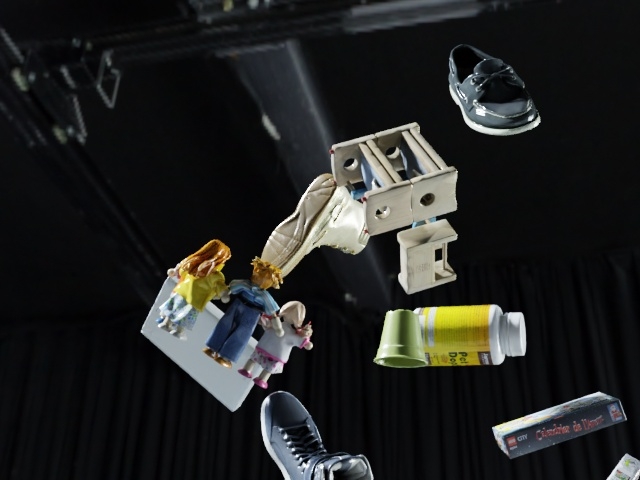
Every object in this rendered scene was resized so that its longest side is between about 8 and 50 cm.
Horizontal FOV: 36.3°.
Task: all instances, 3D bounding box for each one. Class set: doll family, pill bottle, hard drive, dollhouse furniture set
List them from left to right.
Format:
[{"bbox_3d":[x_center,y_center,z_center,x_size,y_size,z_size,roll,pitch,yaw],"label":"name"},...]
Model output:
[{"bbox_3d":[-0.280,0.247,2.349,0.307,0.040,0.203,39,-55,12],"label":"hard drive"},{"bbox_3d":[-0.135,0.093,1.442,0.263,0.163,0.118,29,-4,19],"label":"doll family"},{"bbox_3d":[0.099,-0.036,1.320,0.128,0.129,0.184,-16,-50,-12],"label":"dollhouse furniture set"},{"bbox_3d":[0.290,0.187,1.914,0.215,0.117,0.117,-4,-33,18],"label":"pill bottle"}]

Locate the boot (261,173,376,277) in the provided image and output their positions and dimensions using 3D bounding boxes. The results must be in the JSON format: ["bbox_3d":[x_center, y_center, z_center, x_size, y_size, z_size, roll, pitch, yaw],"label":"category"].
[{"bbox_3d":[0.000,0.000,2.173,0.095,0.262,0.203,34,-1,40],"label":"boot"}]

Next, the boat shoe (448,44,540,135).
[{"bbox_3d":[0.329,-0.306,1.906,0.127,0.340,0.113,-15,-63,1],"label":"boat shoe"}]

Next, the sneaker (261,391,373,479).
[{"bbox_3d":[-0.005,0.292,1.350,0.086,0.226,0.163,-11,-24,-27],"label":"sneaker"}]

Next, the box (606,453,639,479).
[{"bbox_3d":[0.507,0.485,1.730,0.036,0.114,0.207,30,-47,27],"label":"box"}]

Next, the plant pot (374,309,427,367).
[{"bbox_3d":[0.127,0.151,1.516,0.083,0.079,0.083,4,-18,1],"label":"plant pot"}]

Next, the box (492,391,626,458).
[{"bbox_3d":[0.463,0.360,1.912,0.233,0.044,0.159,-19,-4,2],"label":"box"}]
